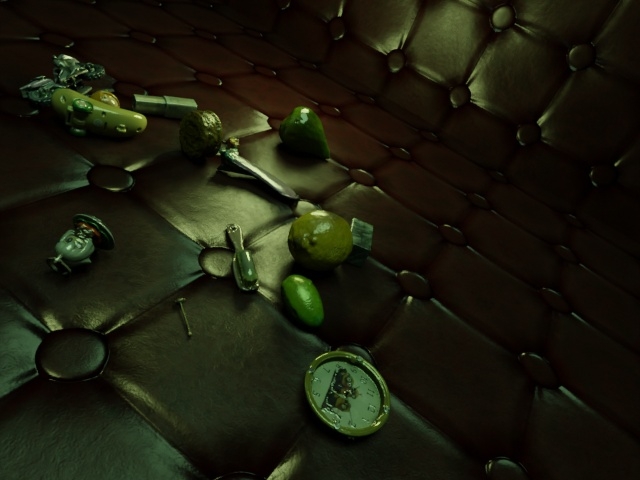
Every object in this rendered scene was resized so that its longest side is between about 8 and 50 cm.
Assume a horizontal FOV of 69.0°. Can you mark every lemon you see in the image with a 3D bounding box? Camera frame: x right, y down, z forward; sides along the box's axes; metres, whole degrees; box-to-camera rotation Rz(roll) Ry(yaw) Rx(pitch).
[{"bbox_3d":[0.000,0.000,1.532,0.204,0.204,0.260,45,26,27],"label":"lemon"}]

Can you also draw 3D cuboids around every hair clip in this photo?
[{"bbox_3d":[-0.239,-0.252,1.833,0.358,0.110,0.096,24,75,-7],"label":"hair clip"}]

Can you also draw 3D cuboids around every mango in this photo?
[{"bbox_3d":[-0.048,0.175,1.362,0.119,0.100,0.178,-7,53,-40],"label":"mango"}]

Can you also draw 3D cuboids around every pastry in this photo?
[{"bbox_3d":[-0.462,-0.408,1.799,0.103,0.189,0.189,-13,50,-48],"label":"pastry"}]

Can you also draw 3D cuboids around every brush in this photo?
[{"bbox_3d":[-0.245,0.033,1.462,0.072,0.067,0.313,4,38,-25],"label":"brush"}]

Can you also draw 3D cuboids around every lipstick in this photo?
[{"bbox_3d":[-0.662,-0.571,1.981,0.252,0.077,0.079,-4,44,-35],"label":"lipstick"}]

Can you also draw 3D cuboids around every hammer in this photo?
[{"bbox_3d":[-0.355,0.200,1.220,0.029,0.014,0.123,-9,49,-26],"label":"hammer"}]

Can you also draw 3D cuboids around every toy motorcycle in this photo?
[{"bbox_3d":[-1.005,-0.620,1.799,0.188,0.143,0.327,27,50,12],"label":"toy motorcycle"}]

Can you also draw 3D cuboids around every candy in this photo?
[{"bbox_3d":[-0.366,-0.403,1.968,0.053,0.046,0.182,12,35,-20],"label":"candy"}]

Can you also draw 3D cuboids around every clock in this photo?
[{"bbox_3d":[0.063,0.392,1.182,0.237,0.057,0.237,15,38,-12],"label":"clock"}]

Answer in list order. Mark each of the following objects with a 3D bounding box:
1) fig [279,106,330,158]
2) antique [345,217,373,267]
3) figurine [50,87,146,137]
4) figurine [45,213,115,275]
[{"bbox_3d":[-0.050,-0.482,2.159,0.275,0.206,0.206,36,30,-22],"label":"fig"},{"bbox_3d":[0.135,0.002,1.705,0.086,0.088,0.183,23,35,-5],"label":"antique"},{"bbox_3d":[-0.817,-0.478,1.731,0.324,0.124,0.222,7,39,-30],"label":"figurine"},{"bbox_3d":[-0.632,0.024,1.208,0.132,0.132,0.154,26,49,2],"label":"figurine"}]
